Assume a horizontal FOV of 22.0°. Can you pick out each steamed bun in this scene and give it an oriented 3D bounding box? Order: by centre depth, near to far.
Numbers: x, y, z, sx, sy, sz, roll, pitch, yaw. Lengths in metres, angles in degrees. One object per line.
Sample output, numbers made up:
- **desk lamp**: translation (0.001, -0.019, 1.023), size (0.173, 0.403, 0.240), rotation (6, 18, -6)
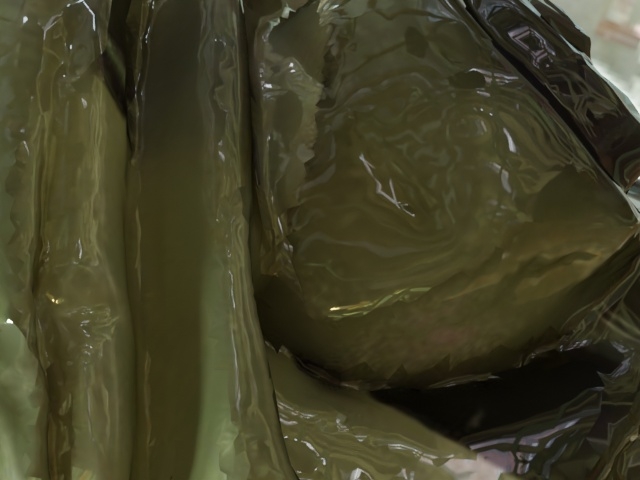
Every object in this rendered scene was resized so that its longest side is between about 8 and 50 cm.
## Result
- **steamed bun**: translation (0.000, 0.000, 0.580), size (0.237, 0.394, 0.346), rotation (-34, 55, 30)
